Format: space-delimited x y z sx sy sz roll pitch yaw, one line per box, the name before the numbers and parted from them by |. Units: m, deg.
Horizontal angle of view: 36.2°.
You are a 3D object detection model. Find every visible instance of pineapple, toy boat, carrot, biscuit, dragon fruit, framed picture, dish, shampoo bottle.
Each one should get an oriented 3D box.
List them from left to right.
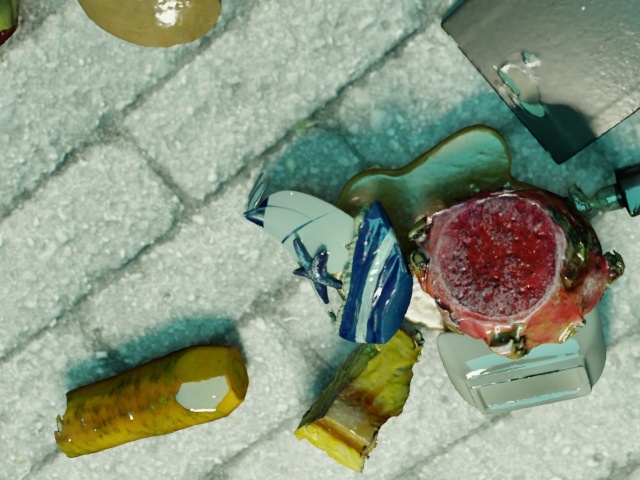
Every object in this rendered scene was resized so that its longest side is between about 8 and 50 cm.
carrot | -0.251 0.231 1.415 0.301 0.114 0.114 -19 103 16
toy boat | 0.007 0.029 1.275 0.291 0.070 0.210 14 120 43
pineapple | 0.052 0.217 1.317 0.114 0.186 0.237 27 116 2
biscuit | 0.180 -0.015 1.293 0.343 0.057 0.288 6 108 8
dragon fruit | 0.214 0.038 1.173 0.282 0.147 0.211 1 90 23
dish | 0.271 0.168 1.288 0.212 0.077 0.151 -14 141 13
framed picture | 0.338 -0.271 1.174 0.323 0.013 0.244 -38 98 32
shampoo bottle | 0.420 -0.074 1.236 0.207 0.057 0.064 -18 104 14

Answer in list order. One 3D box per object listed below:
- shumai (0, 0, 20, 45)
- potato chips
shumai | -0.508 -0.352 1.237 0.309 0.304 0.263 -27 144 -16
potato chips | -0.229 -0.338 1.261 0.195 0.062 0.208 -41 95 16
